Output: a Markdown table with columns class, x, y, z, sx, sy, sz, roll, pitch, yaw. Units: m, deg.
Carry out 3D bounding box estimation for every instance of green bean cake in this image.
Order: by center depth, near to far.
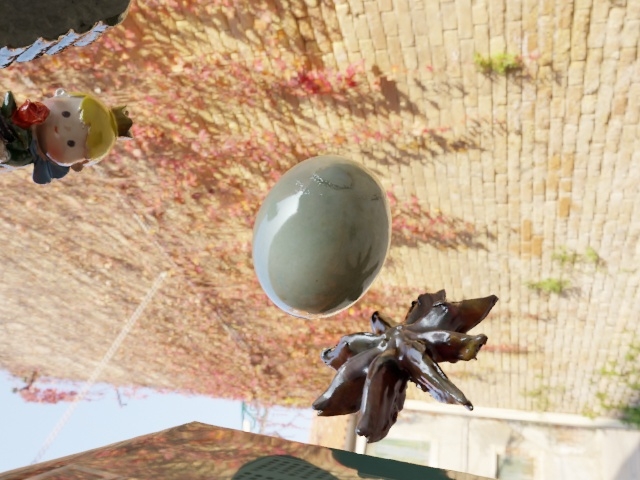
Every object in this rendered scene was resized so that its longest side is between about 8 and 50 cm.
| class | x | y | z | sx | sy | sz | roll | pitch | yaw |
| --- | --- | --- | --- | --- | --- | --- | --- | --- | --- |
| green bean cake | -0.292 | -0.253 | 0.546 | 0.185 | 0.094 | 0.184 | -37 | -71 | -41 |

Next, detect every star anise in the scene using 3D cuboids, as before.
| class | x | y | z | sx | sy | sz | roll | pitch | yaw |
| --- | --- | --- | --- | --- | --- | --- | --- | --- | --- |
| star anise | 0.112 | 0.146 | 0.787 | 0.088 | 0.288 | 0.288 | 56 | -151 | -16 |

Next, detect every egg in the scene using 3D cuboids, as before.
| class | x | y | z | sx | sy | sz | roll | pitch | yaw |
| --- | --- | --- | --- | --- | --- | --- | --- | --- | --- |
| egg | 0.000 | 0.000 | 0.843 | 0.187 | 0.186 | 0.253 | -66 | -5 | -53 |

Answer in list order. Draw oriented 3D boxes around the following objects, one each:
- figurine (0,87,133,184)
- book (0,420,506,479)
| class | x | y | z | sx | sy | sz | roll | pitch | yaw |
| --- | --- | --- | --- | --- | --- | --- | --- | --- | --- |
| figurine | -0.391 | -0.165 | 0.871 | 0.185 | 0.234 | 0.128 | 101 | 164 | -69 |
| book | 0.017 | 0.158 | 0.336 | 0.264 | 0.378 | 0.031 | 15 | -100 | -67 |
